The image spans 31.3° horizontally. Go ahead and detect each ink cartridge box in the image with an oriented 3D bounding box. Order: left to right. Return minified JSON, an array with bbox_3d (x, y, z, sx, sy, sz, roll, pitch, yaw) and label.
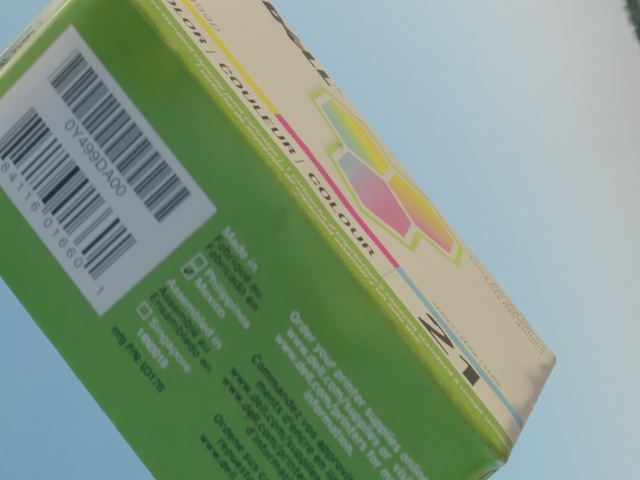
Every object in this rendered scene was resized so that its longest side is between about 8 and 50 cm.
[{"bbox_3d":[0.000,0.000,0.450,0.188,0.097,0.255,51,-160,6],"label":"ink cartridge box"}]
